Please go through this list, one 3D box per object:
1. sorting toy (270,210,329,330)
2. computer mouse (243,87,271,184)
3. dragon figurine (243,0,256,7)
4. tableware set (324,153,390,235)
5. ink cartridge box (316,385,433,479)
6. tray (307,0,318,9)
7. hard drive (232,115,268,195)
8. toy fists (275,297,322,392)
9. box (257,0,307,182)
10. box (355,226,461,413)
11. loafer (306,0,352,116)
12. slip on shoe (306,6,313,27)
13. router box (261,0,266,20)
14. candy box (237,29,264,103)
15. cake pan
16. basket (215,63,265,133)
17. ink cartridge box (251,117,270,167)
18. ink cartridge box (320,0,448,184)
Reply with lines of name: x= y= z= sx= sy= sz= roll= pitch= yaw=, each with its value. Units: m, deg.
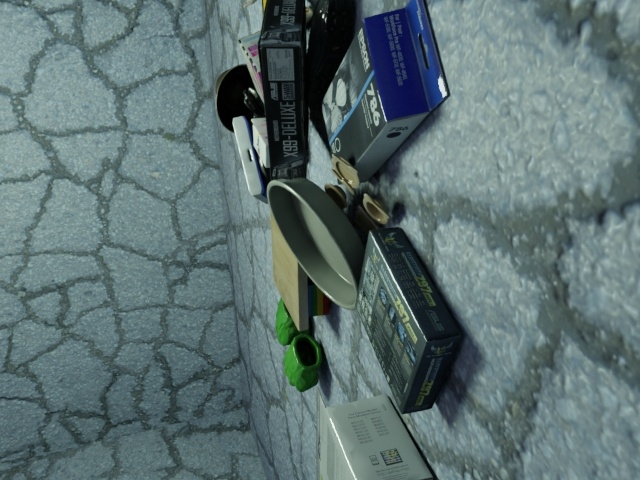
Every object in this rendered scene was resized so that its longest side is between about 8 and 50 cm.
sorting toy: x=-0.048 y=0.043 z=1.405 sx=0.257 sy=0.090 sz=0.255 roll=-127 pitch=32 yaw=-60
computer mouse: x=-0.138 y=-0.274 z=1.566 sx=0.188 sy=0.072 sz=0.272 roll=67 pitch=-172 yaw=-64
dragon figurine: x=-0.097 y=-0.607 z=1.111 sx=0.144 sy=0.085 sz=0.288 roll=-88 pitch=3 yaw=-65
tableware set: x=0.059 y=-0.067 z=0.973 sx=0.141 sy=0.020 sz=0.168 roll=45 pitch=161 yaw=10
ink cartridge box: x=0.084 y=0.461 z=1.082 sx=0.271 sy=0.130 sz=0.309 roll=-122 pitch=28 yaw=-58
tray: x=-0.035 y=-0.565 z=1.159 sx=0.270 sy=0.030 sz=0.145 roll=-115 pitch=24 yaw=-45
hard drive: x=-0.185 y=-0.220 z=1.645 sx=0.319 sy=0.040 sz=0.210 roll=11 pitch=-115 yaw=-89
toy fists: x=-0.062 y=0.275 z=1.571 sx=0.142 sy=0.096 sz=0.279 roll=115 pitch=147 yaw=-45
box: x=-0.064 y=-0.304 z=1.136 sx=0.307 sy=0.077 sz=0.242 roll=89 pitch=-179 yaw=-46
box: x=0.126 y=0.121 z=0.894 sx=0.232 sy=0.059 sz=0.183 roll=-114 pitch=22 yaw=-45
loafer: x=0.013 y=-0.336 z=1.033 sx=0.078 sy=0.076 sz=0.223 roll=-117 pitch=29 yaw=-53
slip on shoe: x=-0.044 y=-0.466 z=1.228 sx=0.041 sy=0.051 sz=0.135 roll=45 pitch=171 yaw=-27
router box: x=-0.108 y=-0.581 z=1.375 sx=0.133 sy=0.046 sz=0.178 roll=-127 pitch=32 yaw=-60
candy box: x=-0.124 y=-0.397 z=1.403 sx=0.233 sy=0.071 sz=0.159 roll=-118 pitch=6 yaw=-48
cake pan: x=0.000 y=0.000 z=1.103 sx=0.293 sy=0.054 sz=0.293 roll=49 pitch=162 yaw=22
basket: x=-0.253 y=-0.455 z=1.766 sx=0.227 sy=0.154 sz=0.204 roll=-121 pitch=41 yaw=-62
ink cartridge box: x=-0.108 y=-0.251 z=1.435 sx=0.181 sy=0.105 sz=0.061 roll=-119 pitch=26 yaw=-53
ink cartridge box: x=0.080 y=-0.216 z=0.881 sx=0.332 sy=0.065 sz=0.165 roll=134 pitch=127 yaw=-69
